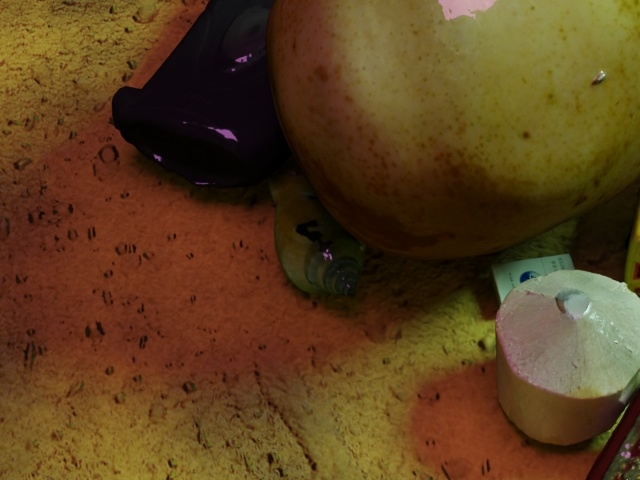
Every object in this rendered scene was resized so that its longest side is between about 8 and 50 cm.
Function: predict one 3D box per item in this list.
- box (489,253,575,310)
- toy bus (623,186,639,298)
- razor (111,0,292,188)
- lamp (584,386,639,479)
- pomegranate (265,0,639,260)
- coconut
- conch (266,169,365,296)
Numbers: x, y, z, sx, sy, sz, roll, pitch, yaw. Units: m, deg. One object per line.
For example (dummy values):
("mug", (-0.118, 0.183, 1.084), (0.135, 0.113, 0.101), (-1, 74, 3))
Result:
("box", (0.217, 0.045, 1.452), (0.083, 0.024, 0.054), (-8, 54, -3))
("toy bus", (0.401, -0.086, 1.461), (0.151, 0.145, 0.331), (10, 55, 14))
("razor", (-0.068, -0.201, 1.605), (0.204, 0.113, 0.349), (21, 57, 22))
("lamp", (0.318, 0.213, 1.221), (0.177, 0.177, 0.274), (25, 57, 22))
("pomegranate", (0.137, -0.179, 1.378), (0.416, 0.417, 0.417), (-2, 53, 3))
("coconut", (0.231, 0.101, 1.326), (0.147, 0.153, 0.147), (-1, 51, 2))
("conch", (0.000, -0.001, 1.480), (0.095, 0.079, 0.201), (6, 42, -14))
